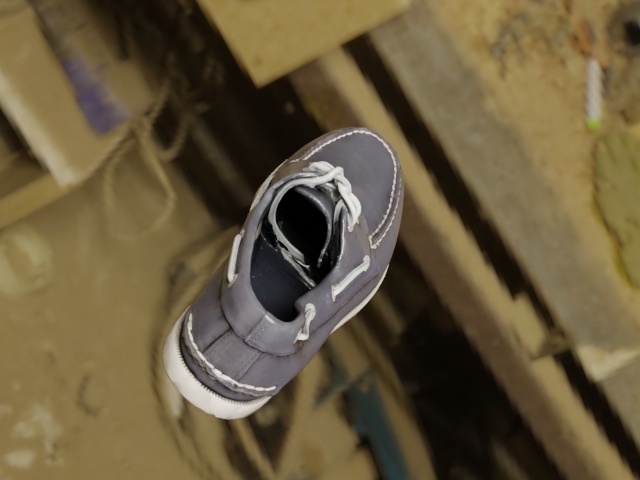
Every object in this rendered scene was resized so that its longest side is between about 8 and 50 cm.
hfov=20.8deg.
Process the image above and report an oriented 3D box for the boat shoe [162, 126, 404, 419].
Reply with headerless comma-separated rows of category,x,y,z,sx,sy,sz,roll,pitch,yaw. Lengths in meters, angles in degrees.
boat shoe,0.000,0.000,0.794,0.075,0.065,0.206,38,40,-2
